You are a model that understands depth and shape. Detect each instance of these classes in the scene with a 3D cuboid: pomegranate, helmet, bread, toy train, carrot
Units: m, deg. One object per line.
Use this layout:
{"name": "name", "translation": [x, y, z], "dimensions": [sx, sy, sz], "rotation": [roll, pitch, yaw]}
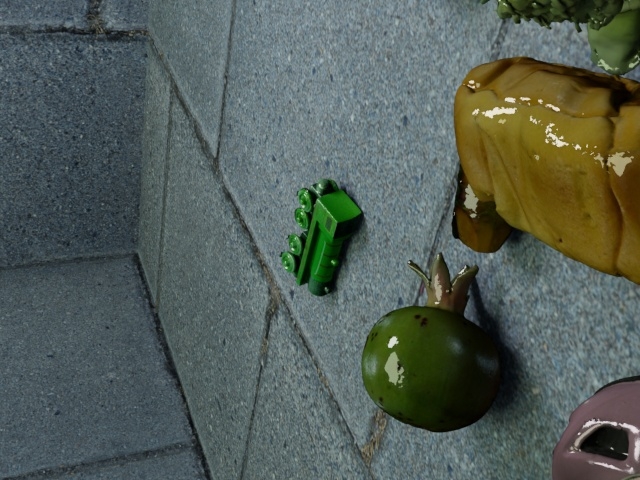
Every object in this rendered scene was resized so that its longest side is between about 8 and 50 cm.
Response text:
{"name": "pomegranate", "translation": [0.148, 0.132, 1.047], "dimensions": [0.181, 0.181, 0.224], "rotation": [-1, 73, 67]}
{"name": "helmet", "translation": [0.305, 0.219, 0.707], "dimensions": [0.253, 0.154, 0.198], "rotation": [-165, 72, -71]}
{"name": "bread", "translation": [0.243, -0.078, 0.762], "dimensions": [0.294, 0.132, 0.167], "rotation": [38, 155, 57]}
{"name": "toy train", "translation": [0.000, 0.000, 1.466], "dimensions": [0.119, 0.085, 0.251], "rotation": [50, 146, 29]}
{"name": "carrot", "translation": [0.202, -0.072, 0.960], "dimensions": [0.082, 0.082, 0.173], "rotation": [-134, 42, -55]}

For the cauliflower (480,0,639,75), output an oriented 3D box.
{"name": "cauliflower", "translation": [0.233, -0.284, 0.651], "dimensions": [0.281, 0.327, 0.260], "rotation": [-12, -63, -70]}
